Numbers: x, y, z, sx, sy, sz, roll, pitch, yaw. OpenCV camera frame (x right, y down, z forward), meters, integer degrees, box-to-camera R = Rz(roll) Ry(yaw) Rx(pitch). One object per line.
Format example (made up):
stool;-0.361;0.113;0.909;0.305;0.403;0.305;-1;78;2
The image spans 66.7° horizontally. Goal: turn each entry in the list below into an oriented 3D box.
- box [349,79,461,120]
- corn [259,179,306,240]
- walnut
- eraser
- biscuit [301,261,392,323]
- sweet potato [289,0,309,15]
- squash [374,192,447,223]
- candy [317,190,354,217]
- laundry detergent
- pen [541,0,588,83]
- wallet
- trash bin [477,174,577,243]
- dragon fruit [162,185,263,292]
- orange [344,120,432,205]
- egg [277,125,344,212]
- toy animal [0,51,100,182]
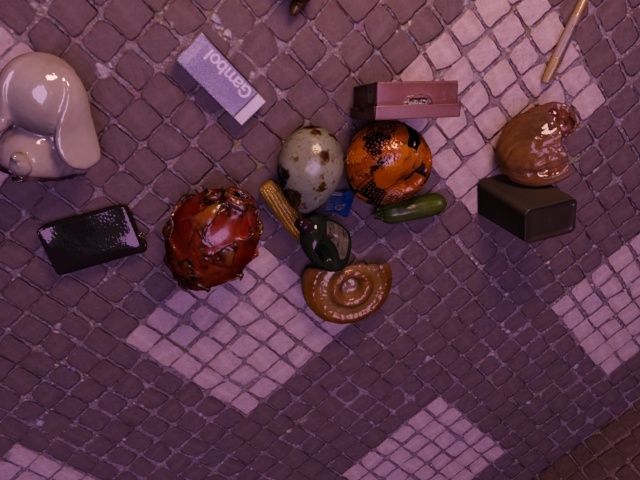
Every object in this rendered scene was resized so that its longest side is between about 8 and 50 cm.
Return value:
box;0.199;-0.342;1.193;0.216;0.215;0.085;-5;105;-10
corn;-0.092;-0.079;1.334;0.067;0.067;0.206;-36;116;6
walnut;0.580;-0.273;1.319;0.141;0.204;0.237;41;59;-60
eraser;-0.237;-0.385;1.168;0.092;0.046;0.212;-42;117;9
biscuit;0.085;0.158;1.472;0.275;0.091;0.213;-10;115;-10
sweet potato;-0.055;-0.657;1.054;0.124;0.098;0.309;-8;117;-32
squash;0.261;-0.091;1.401;0.220;0.077;0.068;-10;120;-5
candy;0.023;-0.113;1.362;0.137;0.038;0.088;10;126;-9
laundry detergent;0.000;0.000;1.321;0.222;0.078;0.144;28;66;-53
pen;0.658;-0.534;1.304;0.040;0.032;0.233;4;116;-40
wallet;-0.593;-0.005;1.274;0.251;0.044;0.148;-17;113;-4
trash bin;0.574;-0.098;1.373;0.164;0.240;0.122;-14;117;-5
dragon fruit;-0.276;-0.013;1.242;0.251;0.250;0.314;2;128;-13
orange;0.172;-0.198;1.264;0.235;0.182;0.234;-20;141;-16
egg;-0.028;-0.178;1.244;0.169;0.169;0.230;3;118;-14
toy animal;-0.631;-0.260;1.070;0.250;0.174;0.288;-7;117;-10
